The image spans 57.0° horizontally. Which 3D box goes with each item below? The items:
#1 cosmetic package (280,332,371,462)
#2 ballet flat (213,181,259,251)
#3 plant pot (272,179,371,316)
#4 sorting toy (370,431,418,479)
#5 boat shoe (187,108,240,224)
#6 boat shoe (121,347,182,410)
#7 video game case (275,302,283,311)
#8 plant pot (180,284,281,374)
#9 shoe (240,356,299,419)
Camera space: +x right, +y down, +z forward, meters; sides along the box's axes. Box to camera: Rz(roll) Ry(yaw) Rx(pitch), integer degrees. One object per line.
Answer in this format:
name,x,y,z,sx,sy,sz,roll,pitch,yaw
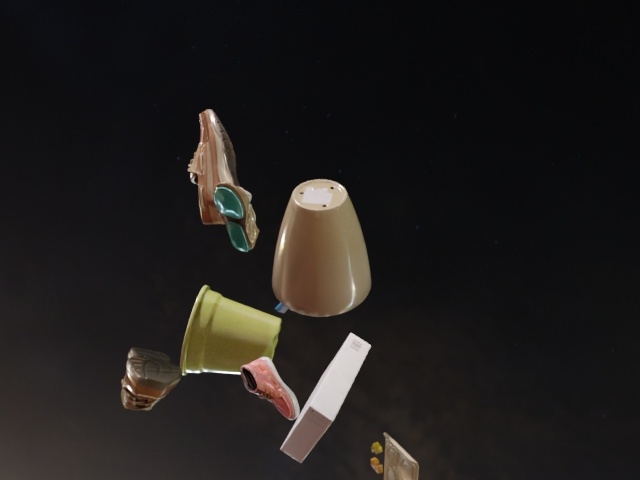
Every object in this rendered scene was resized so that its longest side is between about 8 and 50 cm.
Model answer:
cosmetic package,0.022,0.538,2.038,0.097,0.377,0.284,34,-52,4
ballet flat,-0.165,-0.062,1.187,0.073,0.067,0.206,18,-34,15
plant pot,0.000,0.000,1.435,0.257,0.256,0.274,11,-48,15
sorting toy,0.261,0.791,2.054,0.041,0.307,0.229,-7,-77,-21
boat shoe,-0.272,-0.183,1.454,0.116,0.324,0.123,-17,-27,5
boat shoe,-0.391,0.326,1.334,0.123,0.119,0.324,18,-7,-14
video game case,-0.065,0.144,1.716,0.015,0.119,0.166,41,-94,10
plant pot,-0.257,0.297,1.773,0.254,0.276,0.276,14,-52,-2
shoe,-0.128,0.375,1.460,0.178,0.081,0.063,55,-52,21
